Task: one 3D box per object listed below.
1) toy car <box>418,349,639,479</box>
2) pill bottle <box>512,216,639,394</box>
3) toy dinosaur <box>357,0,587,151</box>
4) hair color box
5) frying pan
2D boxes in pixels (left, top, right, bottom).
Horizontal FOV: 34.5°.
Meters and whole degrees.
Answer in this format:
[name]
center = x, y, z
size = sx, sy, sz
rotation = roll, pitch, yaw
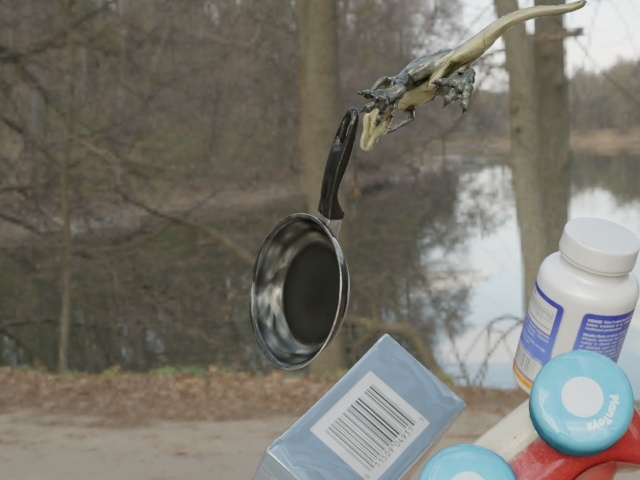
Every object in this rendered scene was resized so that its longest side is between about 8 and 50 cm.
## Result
[toy car]
center = 0.204, 0.238, 0.781
size = 0.210, 0.238, 0.219
rotation = -37, -21, -8
[pill bottle]
center = 0.394, 0.108, 1.564
size = 0.152, 0.272, 0.152
rotation = 7, 29, -4
[toy dinosaur]
center = 0.108, -0.148, 0.944
size = 0.268, 0.064, 0.118
rotation = -26, 11, 39
[hair color box]
center = 0.005, 0.277, 1.106
size = 0.185, 0.113, 0.374
rotation = -39, -18, -34
[frying pan]
center = -0.018, 0.001, 1.303
size = 0.053, 0.326, 0.197
rotation = 9, -2, -37
